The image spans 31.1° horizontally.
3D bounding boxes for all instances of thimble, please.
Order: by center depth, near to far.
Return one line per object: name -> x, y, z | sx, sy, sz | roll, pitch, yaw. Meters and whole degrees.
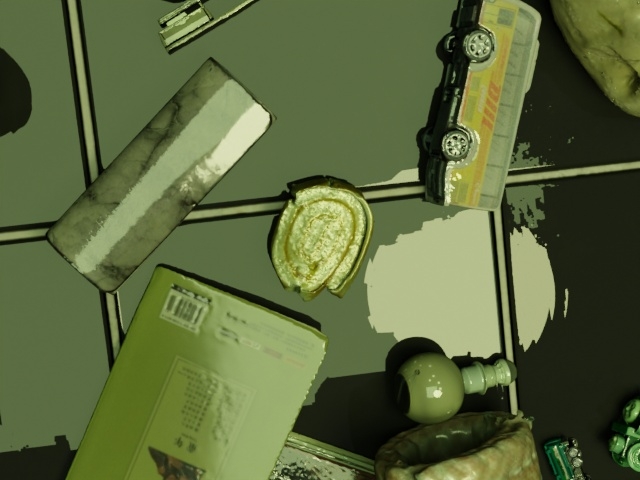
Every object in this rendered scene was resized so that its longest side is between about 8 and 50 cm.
thimble -> 0.165, 0.300, 1.396 | 0.229, 0.196, 0.148 | -16, 94, -44

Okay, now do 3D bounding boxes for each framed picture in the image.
framed picture -> -0.030, 0.360, 1.486 | 0.273, 0.016, 0.216 | 19, 95, -7

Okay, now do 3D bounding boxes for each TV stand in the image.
TV stand -> -0.089, -0.308, 1.393 | 0.249, 0.036, 0.042 | -32, 97, -1

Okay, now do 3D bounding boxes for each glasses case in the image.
glasses case -> -0.194, -0.077, 1.398 | 0.114, 0.060, 0.299 | 42, 91, -9

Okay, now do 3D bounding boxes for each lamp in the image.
lamp -> 0.175, 0.179, 1.458 | 0.163, 0.091, 0.091 | -10, 98, -21

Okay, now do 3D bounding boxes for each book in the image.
book -> -0.163, 0.231, 1.440 | 0.239, 0.035, 0.352 | 24, 94, 0

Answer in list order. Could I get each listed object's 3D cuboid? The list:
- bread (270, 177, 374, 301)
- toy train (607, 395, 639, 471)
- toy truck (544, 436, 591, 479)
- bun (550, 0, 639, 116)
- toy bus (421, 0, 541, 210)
bread -> 0.000, 0.000, 1.424 | 0.117, 0.064, 0.156 | 21, 95, -3
toy train -> 0.462, 0.266, 1.495 | 0.178, 0.071, 0.105 | 20, 87, -9
toy truck -> 0.325, 0.297, 1.502 | 0.044, 0.039, 0.083 | -20, 97, 14
bun -> 0.450, -0.305, 1.351 | 0.362, 0.234, 0.326 | 41, 86, -15
toy bus -> 0.195, -0.170, 1.412 | 0.106, 0.092, 0.268 | 10, 95, -15
